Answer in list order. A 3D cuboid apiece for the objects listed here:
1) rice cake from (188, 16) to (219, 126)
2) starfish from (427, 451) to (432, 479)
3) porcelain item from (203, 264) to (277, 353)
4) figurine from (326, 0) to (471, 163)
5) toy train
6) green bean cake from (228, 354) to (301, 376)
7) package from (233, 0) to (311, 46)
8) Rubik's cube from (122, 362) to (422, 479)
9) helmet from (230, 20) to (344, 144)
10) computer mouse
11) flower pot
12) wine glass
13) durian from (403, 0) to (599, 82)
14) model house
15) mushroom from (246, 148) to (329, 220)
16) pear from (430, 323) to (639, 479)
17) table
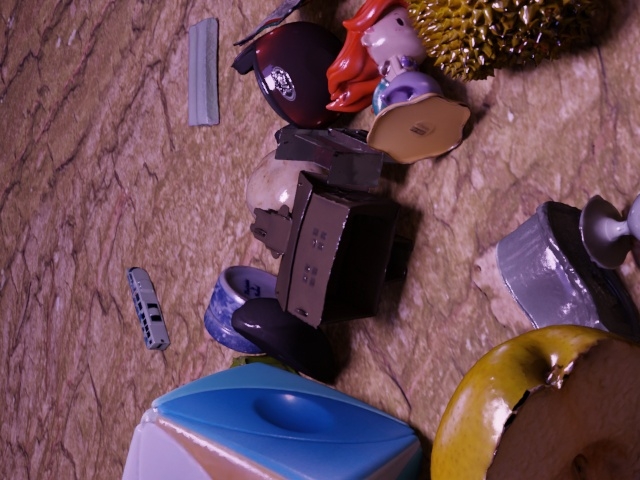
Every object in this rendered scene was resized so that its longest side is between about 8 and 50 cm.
[{"bbox_3d":[-0.241,-0.338,2.286,0.080,0.042,0.222,-7,82,50],"label":"rice cake"},{"bbox_3d":[0.220,0.407,1.575,0.312,0.113,0.303,28,84,49],"label":"starfish"},{"bbox_3d":[-0.130,0.127,2.021,0.147,0.147,0.114,47,123,42],"label":"porcelain item"},{"bbox_3d":[0.107,-0.259,1.742,0.208,0.180,0.257,98,161,-55],"label":"figurine"},{"bbox_3d":[-0.373,0.139,2.411,0.047,0.043,0.208,-47,53,36],"label":"toy train"},{"bbox_3d":[-0.100,0.326,1.996,0.214,0.113,0.200,40,117,44],"label":"green bean cake"},{"bbox_3d":[-0.045,-0.412,1.948,0.166,0.232,0.040,-25,112,42],"label":"package"},{"bbox_3d":[-0.082,0.416,1.706,0.352,0.351,0.347,21,107,21],"label":"Rubik's cube"},{"bbox_3d":[-0.038,-0.271,1.897,0.193,0.216,0.189,-28,94,19],"label":"helmet"},{"bbox_3d":[-0.056,0.153,1.869,0.137,0.270,0.086,24,78,26],"label":"computer mouse"},{"bbox_3d":[0.325,0.066,1.488,0.108,0.103,0.229,-47,52,37],"label":"flower pot"},{"bbox_3d":[0.430,-0.033,1.371,0.222,0.103,0.103,-19,73,49],"label":"wine glass"},{"bbox_3d":[0.241,-0.336,1.524,0.293,0.258,0.258,-32,62,51],"label":"durian"},{"bbox_3d":[0.000,0.000,1.814,0.243,0.204,0.211,23,106,40],"label":"model house"},{"bbox_3d":[-0.051,-0.089,1.963,0.166,0.127,0.166,-21,57,36],"label":"mushroom"},{"bbox_3d":[0.277,0.264,1.364,0.191,0.340,0.387,33,146,56],"label":"pear"},{"bbox_3d":[0.041,-0.135,1.807,0.146,0.175,0.063,29,113,48],"label":"table"}]
